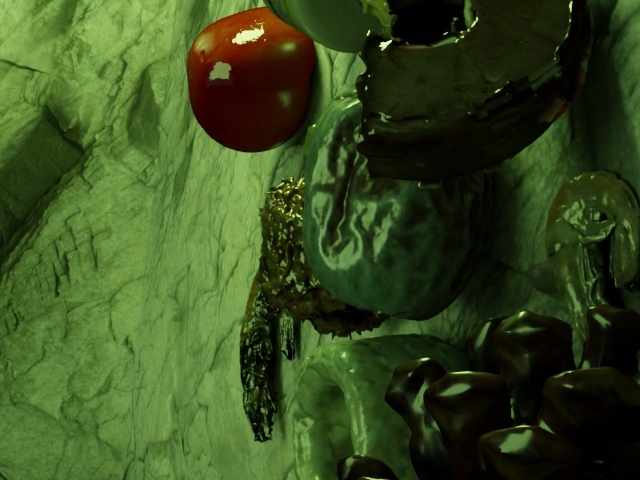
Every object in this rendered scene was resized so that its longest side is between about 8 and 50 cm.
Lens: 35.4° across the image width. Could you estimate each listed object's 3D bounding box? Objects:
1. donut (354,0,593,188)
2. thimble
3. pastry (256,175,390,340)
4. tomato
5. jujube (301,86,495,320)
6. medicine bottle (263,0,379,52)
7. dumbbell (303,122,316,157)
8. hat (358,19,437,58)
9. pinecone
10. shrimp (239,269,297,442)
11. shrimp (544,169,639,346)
[{"bbox_3d":[0.165,-0.217,1.107,0.136,0.259,0.345,70,-164,-53],"label":"donut"},{"bbox_3d":[0.081,0.263,1.314,0.291,0.195,0.291,-177,90,-68],"label":"thimble"},{"bbox_3d":[0.002,0.026,1.480,0.275,0.193,0.275,57,162,31],"label":"pastry"},{"bbox_3d":[-0.141,-0.311,1.929,0.298,0.226,0.298,-179,90,-66],"label":"tomato"},{"bbox_3d":[0.099,-0.061,1.267,0.246,0.215,0.308,16,90,32],"label":"jujube"},{"bbox_3d":[0.005,-0.430,1.586,0.339,0.208,0.208,-132,48,-61],"label":"medicine bottle"},{"bbox_3d":[0.012,-0.048,1.644,0.121,0.108,0.302,46,129,51],"label":"dumbbell"},{"bbox_3d":[0.147,-0.303,1.415,0.147,0.085,0.175,7,70,57],"label":"hat"},{"bbox_3d":[0.193,0.229,0.773,0.398,0.398,0.397,-177,90,-69],"label":"pinecone"},{"bbox_3d":[-0.099,0.208,1.979,0.233,0.071,0.365,138,137,-54],"label":"shrimp"},{"bbox_3d":[0.287,0.027,1.023,0.126,0.047,0.223,-43,46,48],"label":"shrimp"}]
